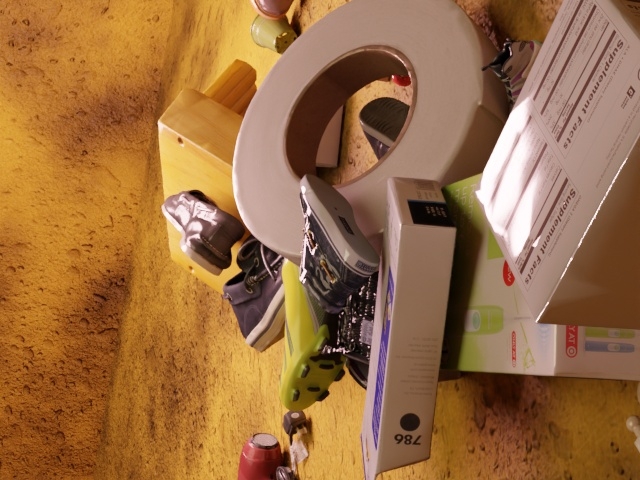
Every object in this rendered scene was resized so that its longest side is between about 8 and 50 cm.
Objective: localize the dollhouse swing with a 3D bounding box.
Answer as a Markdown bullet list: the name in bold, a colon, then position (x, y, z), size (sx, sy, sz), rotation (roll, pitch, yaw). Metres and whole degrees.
- **dollhouse swing**: position (-0.131, -0.122, 2.119), size (0.315, 0.305, 0.347), rotation (32, 140, 28)

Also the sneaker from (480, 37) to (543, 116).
- **sneaker**: position (0.214, -0.186, 1.279), size (0.038, 0.069, 0.098), rotation (-130, 48, -63)

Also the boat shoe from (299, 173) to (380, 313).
- **boat shoe**: position (0.000, 0.000, 1.284), size (0.083, 0.065, 0.183), rotation (-52, 37, 21)

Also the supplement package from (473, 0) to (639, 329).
- **supplement package**: position (0.279, -0.052, 0.785), size (0.145, 0.261, 0.204), rotation (-107, 29, -47)

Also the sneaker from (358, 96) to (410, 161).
- **sneaker**: position (0.144, -0.098, 1.469), size (0.222, 0.083, 0.118), rotation (46, 166, 42)

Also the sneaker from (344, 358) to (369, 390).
- **sneaker**: position (0.077, 0.118, 1.570), size (0.224, 0.083, 0.098), rotation (-108, 35, -49)

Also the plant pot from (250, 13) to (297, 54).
- **plant pot**: position (-0.083, -0.398, 2.154), size (0.079, 0.083, 0.083), rotation (49, 131, 48)

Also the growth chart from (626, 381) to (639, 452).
- **growth chart**: position (0.338, 0.137, 0.929), size (0.172, 0.021, 0.237), rotation (-104, 28, -44)

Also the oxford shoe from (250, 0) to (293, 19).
- **oxford shoe**: position (-0.062, -0.596, 2.069), size (0.132, 0.130, 0.364), rotation (23, 108, 61)

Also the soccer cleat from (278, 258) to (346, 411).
- **soccer cleat**: position (-0.012, 0.092, 1.519), size (0.121, 0.093, 0.289), rotation (29, 114, 43)

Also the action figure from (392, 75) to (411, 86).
- **action figure**: position (0.093, -0.359, 1.574), size (0.091, 0.139, 0.280), rotation (168, 104, -70)

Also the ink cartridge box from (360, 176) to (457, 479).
- **ink cartridge box**: position (0.092, 0.112, 1.217), size (0.165, 0.065, 0.333), rotation (-95, 10, -69)

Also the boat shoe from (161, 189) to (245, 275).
- **boat shoe**: position (-0.189, -0.032, 1.871), size (0.095, 0.112, 0.335), rotation (-50, 21, 3)

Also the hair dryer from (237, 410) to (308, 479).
- **hair dryer**: position (-0.089, 0.440, 1.943), size (0.293, 0.080, 0.224), rotation (124, 145, -53)

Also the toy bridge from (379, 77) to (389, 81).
- **toy bridge**: position (0.089, -0.329, 1.669), size (0.026, 0.063, 0.188), rotation (-130, 49, -63)

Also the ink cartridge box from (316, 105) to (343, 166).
- **ink cartridge box**: position (-0.025, -0.191, 1.933), size (0.175, 0.072, 0.127), rotation (-168, 83, -71)

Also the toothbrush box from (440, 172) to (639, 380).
- **toothbrush box**: position (0.221, 0.033, 1.110), size (0.283, 0.122, 0.206), rotation (166, 108, -72)

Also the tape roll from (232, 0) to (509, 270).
- **tape roll**: position (0.055, -0.142, 1.415), size (0.392, 0.072, 0.392), rotation (-21, 53, 31)

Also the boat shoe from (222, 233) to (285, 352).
- **boat shoe**: position (-0.047, 0.034, 1.748), size (0.156, 0.187, 0.500), rotation (54, 154, 7)

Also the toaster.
- **toaster**: position (0.105, 0.083, 1.410), size (0.185, 0.110, 0.168), rotation (14, 98, 52)
